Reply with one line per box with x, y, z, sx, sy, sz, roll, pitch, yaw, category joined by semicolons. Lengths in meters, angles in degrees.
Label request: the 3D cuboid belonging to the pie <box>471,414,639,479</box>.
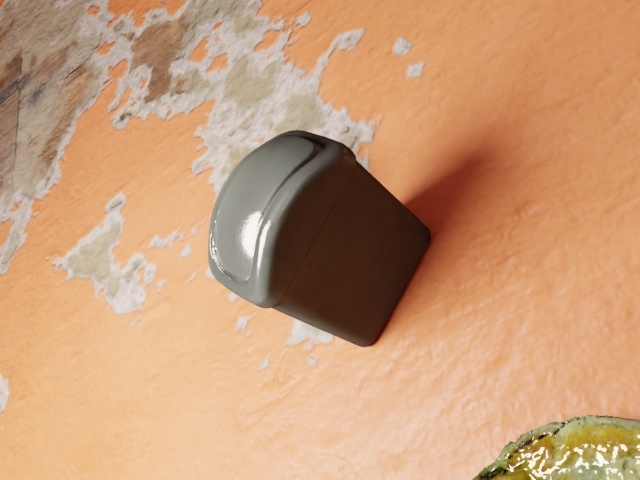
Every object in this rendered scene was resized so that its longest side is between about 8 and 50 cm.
0.212;0.276;0.559;0.302;0.067;0.302;-19;53;28;pie

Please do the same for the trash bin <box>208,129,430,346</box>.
0.000;0.000;0.768;0.101;0.236;0.177;23;84;44;trash bin
